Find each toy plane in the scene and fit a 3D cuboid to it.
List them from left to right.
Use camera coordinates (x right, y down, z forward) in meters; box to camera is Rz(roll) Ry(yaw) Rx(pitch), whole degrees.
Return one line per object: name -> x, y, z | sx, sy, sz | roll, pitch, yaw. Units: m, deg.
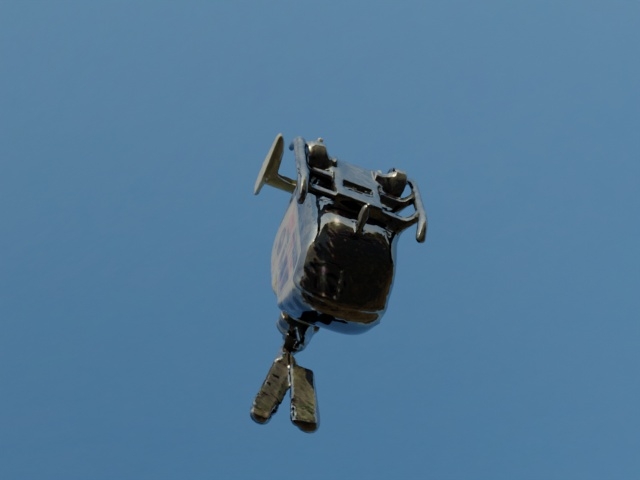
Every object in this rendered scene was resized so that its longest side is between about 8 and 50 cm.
toy plane -> 0.000, 0.000, 0.385 | 0.031, 0.120, 0.049 | 19, -69, -9
